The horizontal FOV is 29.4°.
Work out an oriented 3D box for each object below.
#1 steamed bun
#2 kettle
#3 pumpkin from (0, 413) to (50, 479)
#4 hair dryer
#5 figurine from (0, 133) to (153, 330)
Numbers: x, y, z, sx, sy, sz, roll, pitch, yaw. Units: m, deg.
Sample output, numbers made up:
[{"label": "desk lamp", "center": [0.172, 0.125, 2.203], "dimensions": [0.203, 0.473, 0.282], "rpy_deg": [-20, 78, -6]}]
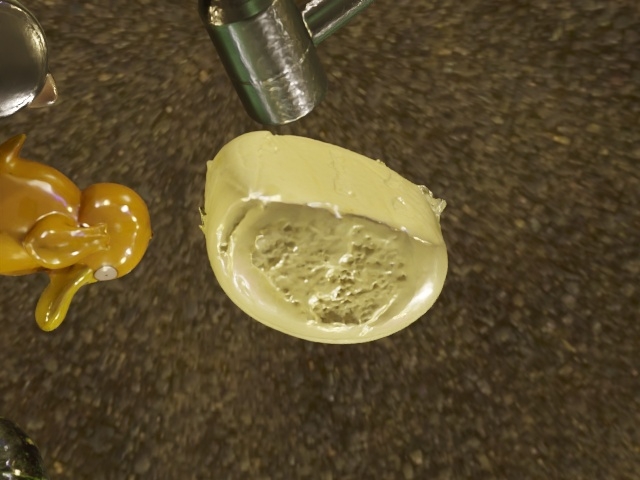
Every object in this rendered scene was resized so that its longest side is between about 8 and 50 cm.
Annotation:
[{"label": "steamed bun", "center": [0.000, 0.000, 1.313], "dimensions": [0.272, 0.232, 0.166], "rpy_deg": [14, 113, -19]}, {"label": "kettle", "center": [-0.453, -0.242, 1.433], "dimensions": [0.240, 0.255, 0.165], "rpy_deg": [31, 89, -39]}, {"label": "pumpkin", "center": [-0.506, 0.343, 1.553], "dimensions": [0.323, 0.241, 0.323], "rpy_deg": [11, 58, -18]}, {"label": "hair dryer", "center": [-0.007, -0.318, 1.490], "dimensions": [0.302, 0.116, 0.244], "rpy_deg": [-38, 137, -14]}, {"label": "figurine", "center": [-0.330, -0.015, 1.465], "dimensions": [0.228, 0.215, 0.215], "rpy_deg": [38, 96, -14]}]
